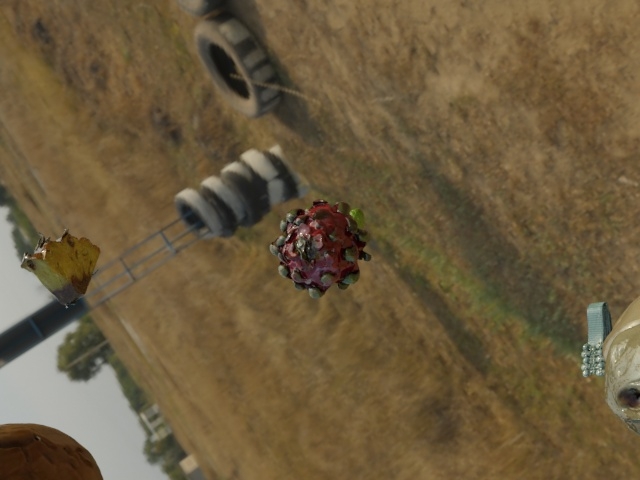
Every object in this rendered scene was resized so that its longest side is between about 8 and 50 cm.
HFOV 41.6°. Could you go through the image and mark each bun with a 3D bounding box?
[{"bbox_3d":[0.403,0.181,0.993,0.173,0.114,0.166,6,105,65],"label":"bun"}]

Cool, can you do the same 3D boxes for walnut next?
[{"bbox_3d":[-0.380,0.316,0.996,0.203,0.203,0.298,52,-166,16],"label":"walnut"}]

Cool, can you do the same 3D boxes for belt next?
[{"bbox_3d":[0.662,0.236,2.012,0.065,0.100,0.179,-14,73,42],"label":"belt"}]

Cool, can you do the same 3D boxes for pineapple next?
[{"bbox_3d":[-0.399,0.046,1.296,0.137,0.069,0.116,-5,-108,-62],"label":"pineapple"}]

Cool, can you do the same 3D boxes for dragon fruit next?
[{"bbox_3d":[-0.002,-0.004,1.864,0.272,0.219,0.198,-103,-9,-46],"label":"dragon fruit"}]

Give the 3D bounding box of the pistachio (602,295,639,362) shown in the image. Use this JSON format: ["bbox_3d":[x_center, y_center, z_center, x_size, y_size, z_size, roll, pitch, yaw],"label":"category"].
[{"bbox_3d":[0.709,0.184,1.667,0.208,0.332,0.226,39,-165,-38],"label":"pistachio"}]

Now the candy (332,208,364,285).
[{"bbox_3d":[0.055,0.012,2.174,0.097,0.209,0.097,26,-170,-5],"label":"candy"}]
